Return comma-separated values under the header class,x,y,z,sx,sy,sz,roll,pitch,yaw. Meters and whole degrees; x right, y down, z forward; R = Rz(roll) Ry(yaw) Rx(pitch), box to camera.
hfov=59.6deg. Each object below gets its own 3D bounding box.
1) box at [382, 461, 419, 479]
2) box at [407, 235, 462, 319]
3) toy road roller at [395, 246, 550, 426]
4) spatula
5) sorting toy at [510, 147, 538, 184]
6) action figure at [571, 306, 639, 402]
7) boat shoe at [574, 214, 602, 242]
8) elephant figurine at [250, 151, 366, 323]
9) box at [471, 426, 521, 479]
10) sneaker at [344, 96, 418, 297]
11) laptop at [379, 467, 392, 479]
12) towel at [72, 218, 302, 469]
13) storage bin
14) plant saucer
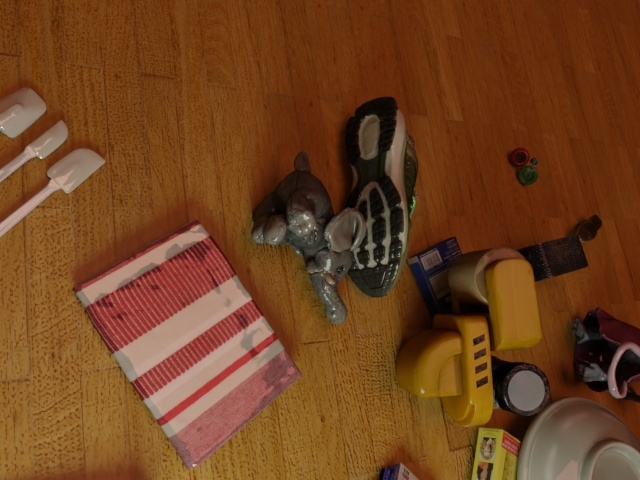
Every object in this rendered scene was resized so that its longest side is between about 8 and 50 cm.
class,x,y,z,sx,sy,sz,roll,pitch,yaw
box,0.164,0.468,1.008,0.136,0.028,0.081,47,31,-13
box,0.286,0.118,1.219,0.136,0.036,0.225,-22,88,-35
toy road roller,0.270,0.183,1.066,0.240,0.202,0.330,-2,85,-10
spatula,-0.467,-0.106,0.827,0.168,0.019,0.242,49,57,-17
sorting toy,0.543,-0.200,1.478,0.102,0.061,0.042,66,20,-7
action figure,0.816,0.282,1.352,0.370,0.276,0.248,13,84,0
boat shoe,0.730,-0.025,1.539,0.135,0.045,0.050,-28,81,-38
elephant figurine,0.000,0.000,1.025,0.239,0.186,0.169,38,15,-29
box,0.342,0.501,1.112,0.087,0.058,0.232,39,56,-33
sneaker,0.154,-0.081,1.147,0.182,0.158,0.411,20,69,-45
laptop,0.122,0.597,0.981,0.234,0.136,0.264,46,31,-13
towel,-0.204,0.156,0.900,0.237,0.037,0.329,-34,93,-33
storage bin,0.540,0.049,1.349,0.180,0.122,0.084,-11,81,-34
plant saucer,0.588,0.526,1.152,0.400,0.100,0.401,9,69,-24
